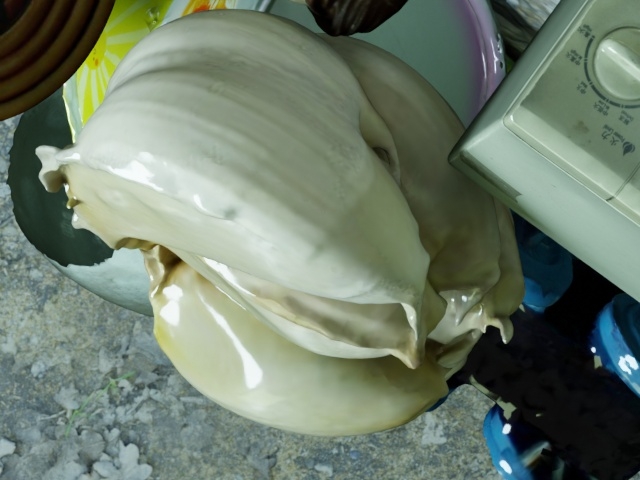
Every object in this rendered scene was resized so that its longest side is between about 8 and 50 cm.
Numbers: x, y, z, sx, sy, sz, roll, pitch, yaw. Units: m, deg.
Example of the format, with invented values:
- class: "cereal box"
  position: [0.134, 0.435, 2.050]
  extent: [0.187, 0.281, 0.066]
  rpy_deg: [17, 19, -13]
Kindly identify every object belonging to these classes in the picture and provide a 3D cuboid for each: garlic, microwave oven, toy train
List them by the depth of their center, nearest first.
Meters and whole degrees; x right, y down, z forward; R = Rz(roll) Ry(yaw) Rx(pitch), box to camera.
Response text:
- class: "microwave oven"
  position: [0.193, -0.022, 0.504]
  extent: [0.240, 0.145, 0.194]
  rpy_deg: [36, -179, 0]
- class: "garlic"
  position: [0.009, -0.009, 0.645]
  extent: [0.203, 0.184, 0.281]
  rpy_deg: [22, 151, 23]
- class: "toy train"
  position: [0.164, 0.043, 1.028]
  extent: [0.300, 0.188, 0.265]
  rpy_deg: [37, -149, -7]

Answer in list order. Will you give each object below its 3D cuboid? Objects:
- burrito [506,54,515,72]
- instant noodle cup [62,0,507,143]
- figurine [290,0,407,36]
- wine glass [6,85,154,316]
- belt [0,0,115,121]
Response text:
- class: "burrito"
  position: [0.200, -0.059, 0.943]
  extent: [0.288, 0.054, 0.104]
  rpy_deg: [37, 176, -11]
- class: "instant noodle cup"
  position: [-0.017, -0.104, 0.862]
  extent: [0.264, 0.264, 0.200]
  rpy_deg: [37, 169, -30]
- class: "figurine"
  position: [-0.074, -0.196, 0.513]
  extent: [0.315, 0.168, 0.187]
  rpy_deg: [39, 168, -29]
- class: "wine glass"
  position: [-0.095, -0.045, 1.106]
  extent: [0.238, 0.238, 0.323]
  rpy_deg: [35, -171, 30]
- class: "belt"
  position: [-0.228, -0.238, 0.719]
  extent: [0.122, 0.217, 0.338]
  rpy_deg: [32, 134, 50]
